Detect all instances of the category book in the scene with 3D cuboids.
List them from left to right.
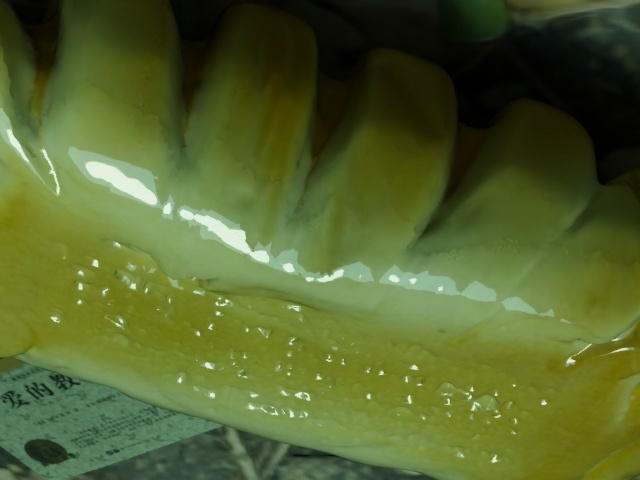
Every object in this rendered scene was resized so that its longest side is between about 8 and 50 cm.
[{"bbox_3d":[-0.140,0.055,0.756,0.118,0.012,0.172,-22,131,29],"label":"book"}]

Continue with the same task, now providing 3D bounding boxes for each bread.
[{"bbox_3d":[0.000,0.000,0.587,0.311,0.121,0.173,18,142,-10],"label":"bread"}]
